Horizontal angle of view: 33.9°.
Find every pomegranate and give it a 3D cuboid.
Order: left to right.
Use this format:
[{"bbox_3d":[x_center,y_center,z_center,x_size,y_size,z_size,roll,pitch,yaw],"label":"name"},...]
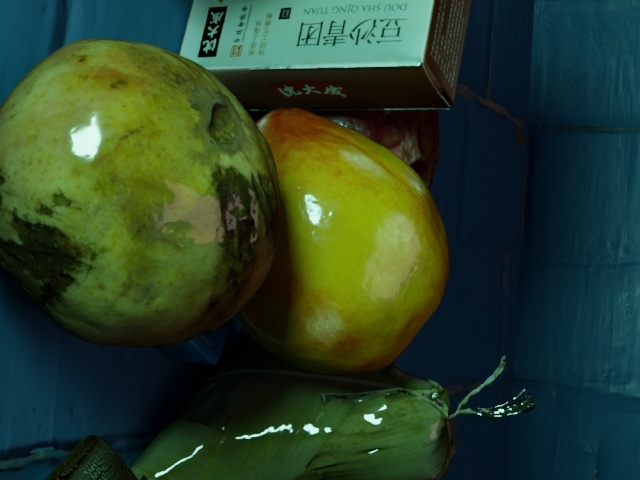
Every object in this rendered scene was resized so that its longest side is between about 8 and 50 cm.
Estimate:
[{"bbox_3d":[-0.189,-0.047,1.066,0.322,0.322,0.322,-9,100,-62],"label":"pomegranate"}]

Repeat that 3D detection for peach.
[{"bbox_3d":[-0.004,0.003,1.283,0.308,0.289,0.289,45,47,-19],"label":"peach"}]

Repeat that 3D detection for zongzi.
[{"bbox_3d":[0.002,0.274,1.298,0.418,0.447,0.181,-42,134,-49],"label":"zongzi"}]

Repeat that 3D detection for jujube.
[{"bbox_3d":[0.051,-0.158,1.559,0.377,0.276,0.276,-73,153,-59],"label":"jujube"}]

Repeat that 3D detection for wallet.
[{"bbox_3d":[-0.227,0.278,1.098,0.039,0.133,0.243,-47,-179,4],"label":"wallet"}]

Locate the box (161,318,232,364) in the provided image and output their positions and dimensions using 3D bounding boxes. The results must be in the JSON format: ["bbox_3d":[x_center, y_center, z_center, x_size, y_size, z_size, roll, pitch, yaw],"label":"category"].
[{"bbox_3d":[-0.180,0.051,1.313,0.194,0.073,0.139,54,45,-49],"label":"box"}]

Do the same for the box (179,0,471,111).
[{"bbox_3d":[0.024,-0.368,1.377,0.122,0.344,0.385,41,56,-58],"label":"box"}]
